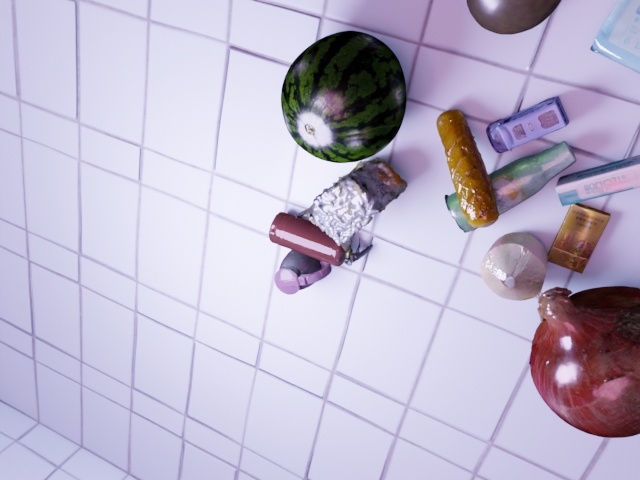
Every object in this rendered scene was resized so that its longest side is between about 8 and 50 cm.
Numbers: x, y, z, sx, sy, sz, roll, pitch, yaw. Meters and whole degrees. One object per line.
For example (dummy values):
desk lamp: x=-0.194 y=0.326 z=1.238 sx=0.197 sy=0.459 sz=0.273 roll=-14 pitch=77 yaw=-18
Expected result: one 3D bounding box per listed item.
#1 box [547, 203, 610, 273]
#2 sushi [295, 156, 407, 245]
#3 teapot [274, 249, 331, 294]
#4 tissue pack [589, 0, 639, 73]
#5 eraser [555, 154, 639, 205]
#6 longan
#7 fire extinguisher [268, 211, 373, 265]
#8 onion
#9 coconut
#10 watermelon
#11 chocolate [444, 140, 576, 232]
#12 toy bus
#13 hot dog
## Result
box: x=0.588 y=-0.005 z=1.339 sx=0.089 sy=0.022 sz=0.156 roll=24 pitch=121 yaw=16
sushi: x=0.077 y=-0.095 z=1.451 sx=0.139 sy=0.184 sz=0.274 roll=50 pitch=125 yaw=-1
teapot: x=-0.053 y=0.096 z=1.625 sx=0.148 sy=0.146 sz=0.116 roll=24 pitch=121 yaw=14
tissue pack: x=0.665 y=-0.375 z=1.070 sx=0.263 sy=0.089 sz=0.177 roll=37 pitch=125 yaw=21
eraser: x=0.615 y=-0.132 z=1.225 sx=0.225 sy=0.095 sz=0.052 roll=-15 pitch=101 yaw=31
longan: x=0.380 y=-0.501 z=1.121 sx=0.198 sy=0.198 sz=0.212 roll=49 pitch=122 yaw=-2
fire extinguisher: x=0.000 y=0.000 z=1.587 sx=0.269 sy=0.105 sz=0.104 roll=19 pitch=119 yaw=20
onion: x=0.630 y=0.248 z=1.261 sx=0.354 sy=0.353 sz=0.353 roll=10 pitch=116 yaw=22
coconut: x=0.450 y=0.062 z=1.360 sx=0.147 sy=0.153 sz=0.147 roll=9 pitch=114 yaw=22
watermelon: x=0.054 y=-0.315 z=1.315 sx=0.285 sy=0.285 sz=0.284 roll=10 pitch=116 yaw=22
chocolate: x=0.430 y=-0.125 z=1.321 sx=0.291 sy=0.110 sz=0.110 roll=-32 pitch=96 yaw=31
toy bus: x=0.443 y=-0.246 z=1.269 sx=0.168 sy=0.076 sz=0.073 roll=-23 pitch=101 yaw=32
hot dog: x=0.322 y=-0.164 z=1.308 sx=0.088 sy=0.061 sz=0.285 roll=-34 pitch=66 yaw=40
